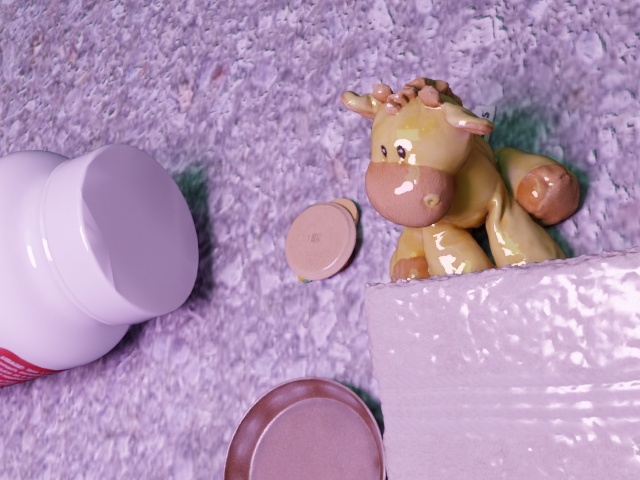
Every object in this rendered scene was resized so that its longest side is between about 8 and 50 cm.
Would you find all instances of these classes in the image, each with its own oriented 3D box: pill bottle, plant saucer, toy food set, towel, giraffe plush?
[{"bbox_3d":[-0.343,0.040,0.964,0.407,0.229,0.229,-17,63,26],"label":"pill bottle"},{"bbox_3d":[-0.011,0.206,0.810,0.168,0.029,0.168,-13,64,29],"label":"plant saucer"},{"bbox_3d":[0.000,0.000,0.891,0.082,0.020,0.083,-15,64,27],"label":"toy food set"},{"bbox_3d":[0.157,0.107,0.675,0.282,0.049,0.187,-9,88,40],"label":"towel"},{"bbox_3d":[0.103,-0.055,0.753,0.181,0.170,0.210,-16,63,27],"label":"giraffe plush"}]
